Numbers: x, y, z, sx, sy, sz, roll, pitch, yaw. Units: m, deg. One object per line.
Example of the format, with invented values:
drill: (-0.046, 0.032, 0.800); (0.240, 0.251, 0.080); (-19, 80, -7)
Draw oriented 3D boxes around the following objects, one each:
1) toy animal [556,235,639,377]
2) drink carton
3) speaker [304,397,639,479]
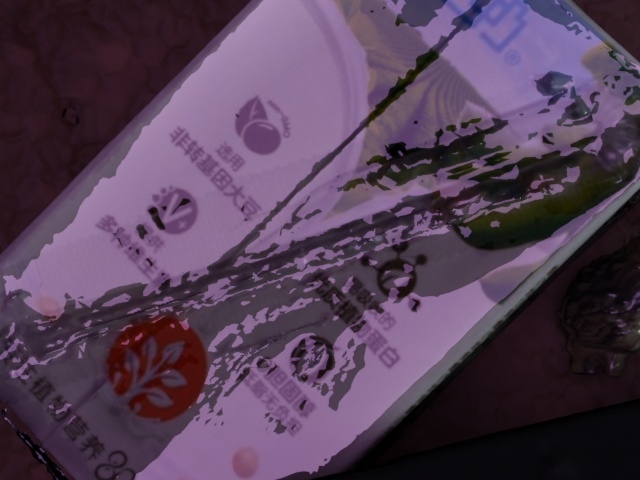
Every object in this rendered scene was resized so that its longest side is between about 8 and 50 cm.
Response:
toy animal: (0.210, -0.005, 0.637); (0.220, 0.086, 0.069); (-33, 121, 3)
drink carton: (-0.001, 0.000, 0.649); (0.324, 0.132, 0.194); (-45, 80, 6)
speaker: (0.089, 0.198, 0.570); (0.388, 0.184, 0.180); (-9, 50, -18)
